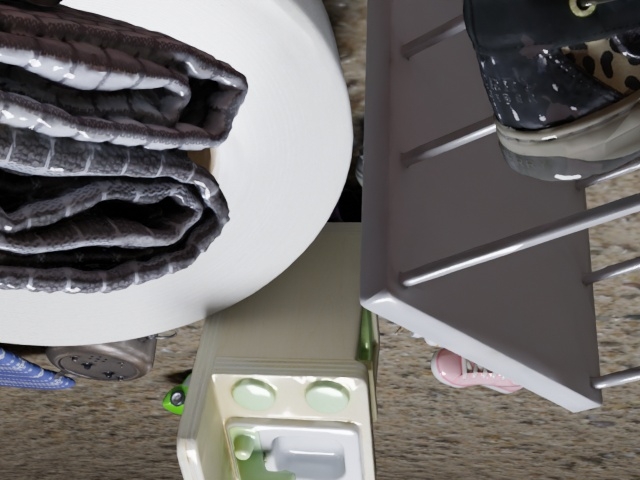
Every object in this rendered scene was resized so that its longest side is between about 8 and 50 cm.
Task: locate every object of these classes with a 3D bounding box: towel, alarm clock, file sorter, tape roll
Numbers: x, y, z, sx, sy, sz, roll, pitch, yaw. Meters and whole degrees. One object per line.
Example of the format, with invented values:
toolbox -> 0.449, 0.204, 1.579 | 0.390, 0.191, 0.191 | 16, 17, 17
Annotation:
towel -> -0.210, -0.058, 0.470 | 0.284, 0.121, 0.235 | 2, -164, -43
alarm clock -> -0.248, 0.125, 1.336 | 0.192, 0.064, 0.129 | -17, 148, 31
towel -> -0.486, 0.113, 1.339 | 0.243, 0.040, 0.336 | 1, 158, 28
file sorter -> 0.147, -0.082, 0.581 | 0.173, 0.277, 0.193 | -20, 146, 38
tape roll -> -0.173, -0.072, 0.743 | 0.392, 0.072, 0.392 | -6, 139, -5

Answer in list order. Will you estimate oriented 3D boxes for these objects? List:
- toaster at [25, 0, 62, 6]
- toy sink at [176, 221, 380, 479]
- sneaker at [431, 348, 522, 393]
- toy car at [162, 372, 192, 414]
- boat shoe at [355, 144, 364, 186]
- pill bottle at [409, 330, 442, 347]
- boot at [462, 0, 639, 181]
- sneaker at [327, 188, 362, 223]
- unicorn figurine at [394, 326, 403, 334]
toaster -> -0.140, -0.206, 0.433 | 0.186, 0.110, 0.168 | 25, 108, -16
toy sink -> -0.019, 0.117, 0.900 | 0.131, 0.234, 0.152 | 1, 132, 9
sneaker -> 0.200, 0.147, 1.321 | 0.134, 0.050, 0.070 | 14, 152, -28
toy car -> -0.105, 0.194, 1.464 | 0.225, 0.053, 0.239 | -8, 152, 25
boat shoe -> 0.085, -0.086, 0.816 | 0.081, 0.079, 0.227 | 58, 156, -13
pill bottle -> 0.142, 0.097, 1.231 | 0.083, 0.043, 0.043 | 10, 154, -12
boot -> 0.128, -0.154, 0.392 | 0.178, 0.236, 0.085 | 57, 168, -26
sneaker -> 0.000, 0.000, 1.015 | 0.283, 0.107, 0.124 | -7, 138, 15
unicorn figurine -> 0.165, 0.060, 1.146 | 0.162, 0.060, 0.111 | -25, 145, 20
